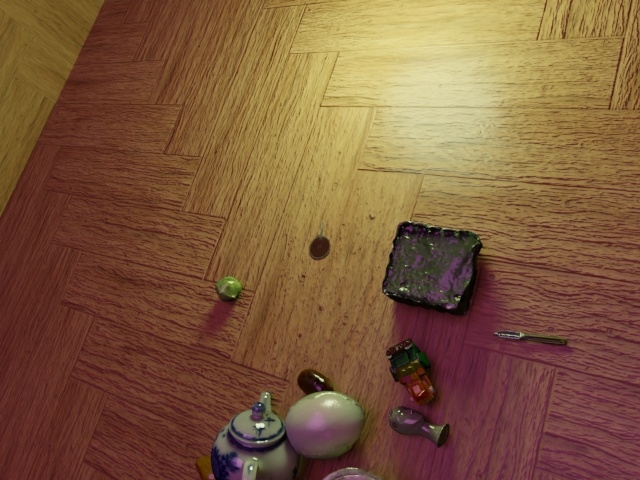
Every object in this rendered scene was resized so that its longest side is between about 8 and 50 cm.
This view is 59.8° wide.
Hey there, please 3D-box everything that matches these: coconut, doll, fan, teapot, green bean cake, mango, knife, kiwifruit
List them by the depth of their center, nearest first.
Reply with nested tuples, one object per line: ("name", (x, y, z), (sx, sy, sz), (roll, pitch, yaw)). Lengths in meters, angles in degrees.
("knife", (0.549, 0.254, 1.460), (0.184, 0.026, 0.022), (3, 110, 28))
("doll", (0.253, 0.360, 1.526), (0.106, 0.134, 0.187), (-30, 64, 14))
("teapot", (-0.181, 0.582, 1.569), (0.252, 0.424, 0.280), (6, 107, 0))
("green bean cake", (0.324, 0.078, 1.600), (0.254, 0.132, 0.241), (8, 74, 30))
("kiwifruit", (-0.016, 0.434, 1.673), (0.124, 0.075, 0.075), (22, 81, 31))
("mango", (-0.346, 0.721, 1.741), (0.114, 0.060, 0.080), (22, 78, 39))
("fan", (0.000, 0.000, 1.895), (0.085, 0.005, 0.134), (-4, 68, 29))
("coconut", (-0.324, 0.173, 1.958), (0.088, 0.088, 0.096), (-50, 49, 2))

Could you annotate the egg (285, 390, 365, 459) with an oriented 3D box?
("egg", (0.020, 0.509, 1.552), (0.217, 0.183, 0.183), (-27, 58, 8))

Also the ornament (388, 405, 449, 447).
("ornament", (0.258, 0.491, 1.489), (0.156, 0.074, 0.081), (14, 118, 33))

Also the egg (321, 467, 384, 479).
("egg", (0.103, 0.719, 1.430), (0.286, 0.174, 0.264), (29, 85, 11))
